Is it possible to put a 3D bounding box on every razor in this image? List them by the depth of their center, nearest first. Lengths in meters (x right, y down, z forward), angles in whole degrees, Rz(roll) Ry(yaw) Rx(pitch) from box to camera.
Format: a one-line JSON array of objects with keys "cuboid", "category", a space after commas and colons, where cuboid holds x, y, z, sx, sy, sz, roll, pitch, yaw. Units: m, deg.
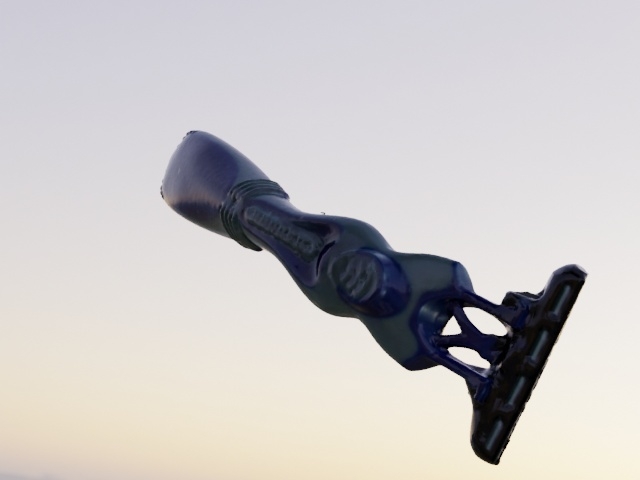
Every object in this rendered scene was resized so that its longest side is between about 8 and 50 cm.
[{"cuboid": [-0.003, -0.001, 0.390, 0.028, 0.044, 0.154, 24, 4, -39], "category": "razor"}]
